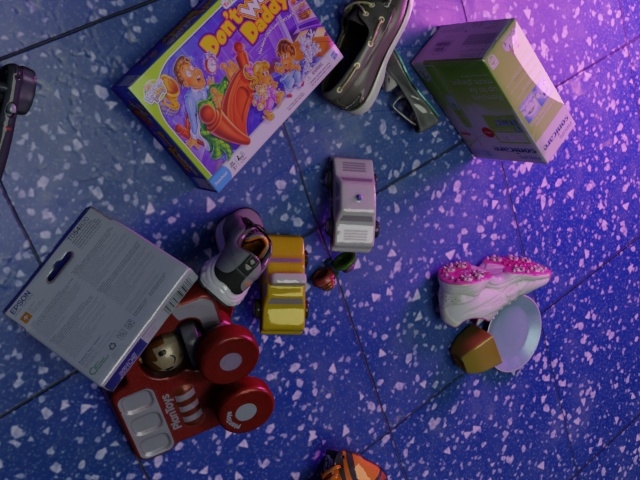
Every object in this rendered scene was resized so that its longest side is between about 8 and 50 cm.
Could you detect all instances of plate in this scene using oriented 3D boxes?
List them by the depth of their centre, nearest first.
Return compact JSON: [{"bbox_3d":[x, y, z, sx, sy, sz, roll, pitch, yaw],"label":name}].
[{"bbox_3d":[0.450,0.217,1.972,0.188,0.024,0.188,-8,104,-33],"label":"plate"}]

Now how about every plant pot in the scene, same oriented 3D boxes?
[{"bbox_3d":[0.341,0.250,1.869,0.083,0.081,0.081,-32,116,-15],"label":"plant pot"}]

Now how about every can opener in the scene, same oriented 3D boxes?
[{"bbox_3d":[-0.466,-0.170,1.232,0.073,0.059,0.186,14,90,-37],"label":"can opener"}]

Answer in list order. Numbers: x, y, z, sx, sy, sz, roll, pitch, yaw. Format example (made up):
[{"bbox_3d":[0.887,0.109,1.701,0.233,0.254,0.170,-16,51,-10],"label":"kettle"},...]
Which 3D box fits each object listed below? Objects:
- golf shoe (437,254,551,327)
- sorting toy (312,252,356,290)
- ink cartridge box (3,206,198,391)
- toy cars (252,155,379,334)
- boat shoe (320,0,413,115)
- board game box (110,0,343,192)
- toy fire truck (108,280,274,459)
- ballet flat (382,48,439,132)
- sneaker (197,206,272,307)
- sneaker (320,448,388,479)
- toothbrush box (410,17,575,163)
[{"bbox_3d":[0.381,0.112,1.864,0.306,0.115,0.140,-5,112,-28],"label":"golf shoe"},{"bbox_3d":[0.031,0.063,1.626,0.102,0.061,0.042,-33,119,0],"label":"sorting toy"},{"bbox_3d":[-0.341,0.086,1.300,0.223,0.224,0.045,-54,156,-14],"label":"ink cartridge box"},{"bbox_3d":[0.000,0.000,1.539,0.176,0.087,0.394,42,72,-4],"label":"toy cars"},{"bbox_3d":[0.086,-0.389,1.550,0.091,0.109,0.305,17,92,-41],"label":"boat shoe"},{"bbox_3d":[-0.148,-0.287,1.423,0.347,0.078,0.233,-50,122,-17],"label":"board game box"},{"bbox_3d":[-0.233,0.220,1.392,0.254,0.169,0.302,-22,129,-13],"label":"toy fire truck"},{"bbox_3d":[0.159,-0.298,1.648,0.068,0.072,0.213,-34,118,9],"label":"ballet flat"},{"bbox_3d":[-0.121,0.011,1.402,0.108,0.271,0.100,-40,108,19],"label":"sneaker"},{"bbox_3d":[-0.011,0.508,1.656,0.321,0.124,0.180,1,73,-19],"label":"sneaker"},{"bbox_3d":[0.350,-0.298,1.693,0.122,0.206,0.283,-53,124,-16],"label":"toothbrush box"}]
